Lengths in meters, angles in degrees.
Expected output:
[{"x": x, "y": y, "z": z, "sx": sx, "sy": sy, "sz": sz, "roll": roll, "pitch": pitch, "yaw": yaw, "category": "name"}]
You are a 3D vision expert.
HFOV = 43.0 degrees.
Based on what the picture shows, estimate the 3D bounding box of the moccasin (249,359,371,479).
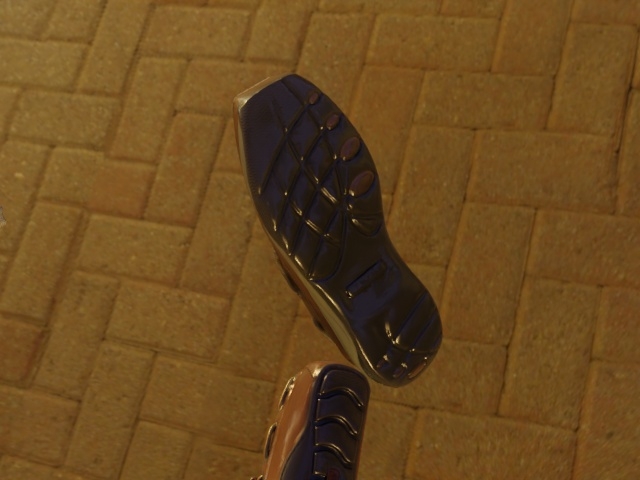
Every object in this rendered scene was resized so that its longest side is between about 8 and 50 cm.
[{"x": -0.039, "y": 0.346, "z": 1.078, "sx": 0.139, "sy": 0.147, "sz": 0.379, "roll": 17, "pitch": 70, "yaw": -24, "category": "moccasin"}]

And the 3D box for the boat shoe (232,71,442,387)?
[{"x": 0.000, "y": 0.000, "z": 0.786, "sx": 0.123, "sy": 0.120, "sz": 0.324, "roll": -32, "pitch": 109, "yaw": -21, "category": "boat shoe"}]

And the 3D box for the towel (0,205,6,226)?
[{"x": -0.529, "y": 0.025, "z": 0.901, "sx": 0.324, "sy": 0.056, "sz": 0.312, "roll": -28, "pitch": 21, "yaw": -30, "category": "towel"}]
